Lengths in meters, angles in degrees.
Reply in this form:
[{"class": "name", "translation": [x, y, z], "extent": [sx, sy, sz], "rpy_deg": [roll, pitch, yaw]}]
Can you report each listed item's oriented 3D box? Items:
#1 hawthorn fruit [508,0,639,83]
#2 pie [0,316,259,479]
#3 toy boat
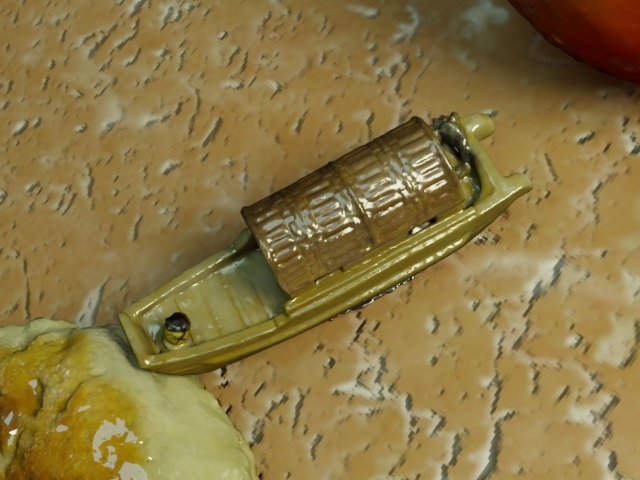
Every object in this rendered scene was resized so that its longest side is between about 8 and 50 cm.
[{"class": "hawthorn fruit", "translation": [0.188, -0.187, 0.738], "extent": [0.235, 0.263, 0.231], "rpy_deg": [-40, 19, -10]}, {"class": "pie", "translation": [-0.176, 0.182, 0.774], "extent": [0.315, 0.092, 0.315], "rpy_deg": [-11, 62, 21]}, {"class": "toy boat", "translation": [0.000, 0.000, 0.776], "extent": [0.226, 0.088, 0.068], "rpy_deg": [-27, 61, -4]}]
